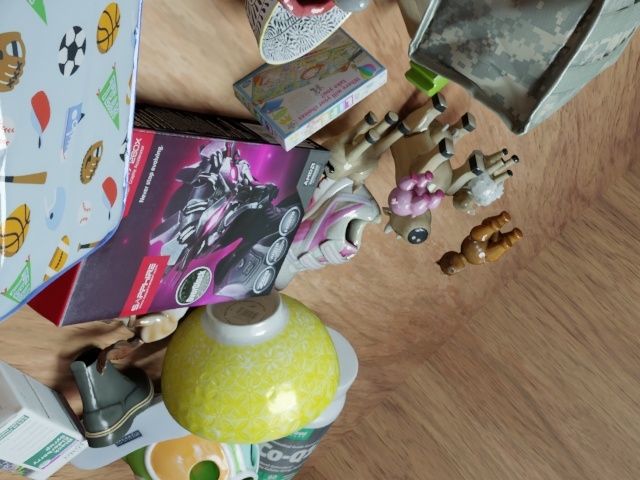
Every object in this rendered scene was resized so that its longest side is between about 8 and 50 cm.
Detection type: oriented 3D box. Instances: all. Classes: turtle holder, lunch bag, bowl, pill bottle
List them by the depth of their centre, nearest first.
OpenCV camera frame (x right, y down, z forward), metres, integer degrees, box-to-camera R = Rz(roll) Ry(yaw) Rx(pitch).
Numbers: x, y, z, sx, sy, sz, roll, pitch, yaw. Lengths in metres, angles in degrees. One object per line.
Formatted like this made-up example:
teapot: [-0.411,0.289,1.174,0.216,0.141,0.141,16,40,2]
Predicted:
lunch bag: [-0.229,-0.097,0.603,0.243,0.115,0.303,-58,166,-59]
lunch bag: [0.244,-0.273,0.703,0.235,0.169,0.287,-36,159,-45]
bowl: [-0.022,-0.268,0.789,0.170,0.080,0.170,-42,171,-8]
bowl: [-0.114,0.159,1.222,0.289,0.289,0.156,-27,132,-33]
turtle holder: [-0.233,0.397,1.460,0.243,0.227,0.320,-29,154,-30]
pill bottle: [-0.069,0.352,1.680,0.204,0.204,0.361,-20,148,-43]

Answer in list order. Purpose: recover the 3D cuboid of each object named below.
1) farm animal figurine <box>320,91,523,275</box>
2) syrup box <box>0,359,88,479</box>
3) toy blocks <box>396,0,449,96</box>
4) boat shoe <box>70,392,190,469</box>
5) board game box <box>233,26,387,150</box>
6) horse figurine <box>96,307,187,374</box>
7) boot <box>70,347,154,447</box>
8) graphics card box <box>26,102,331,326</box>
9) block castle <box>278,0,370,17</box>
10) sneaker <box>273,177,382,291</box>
farm animal figurine: [0.142,-0.094,1.207,0.172,0.330,0.326,-36,-157,38]
syrup box: [-0.415,0.253,1.078,0.093,0.096,0.237,-37,156,-10]
toy blocks: [0.206,-0.387,0.888,0.381,0.191,0.261,-41,146,-3]
boat shoe: [-0.296,0.288,1.293,0.258,0.084,0.095,-18,125,-7]
board game box: [-0.012,-0.188,0.936,0.154,0.103,0.026,-36,157,-14]
horse figurine: [-0.223,0.082,1.122,0.263,0.066,0.174,-47,158,-6]
boot: [-0.315,0.206,1.196,0.077,0.137,0.198,-10,-164,4]
graphics card box: [-0.158,-0.034,0.933,0.371,0.094,0.232,-3,121,-58]
block castle: [0.096,-0.407,0.578,0.453,0.213,0.303,-40,157,-5]
sneaker: [0.000,0.000,1.281,0.252,0.111,0.103,-49,157,15]
